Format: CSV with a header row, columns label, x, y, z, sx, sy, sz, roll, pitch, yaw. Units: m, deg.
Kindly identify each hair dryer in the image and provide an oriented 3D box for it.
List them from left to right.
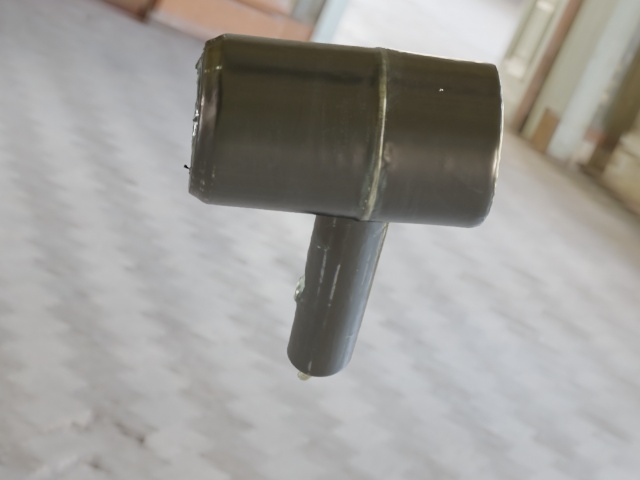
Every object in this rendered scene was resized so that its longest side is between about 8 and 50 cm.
label,x,y,z,sx,sy,sz,roll,pitch,yaw
hair dryer,0.000,0.000,0.732,0.124,0.219,0.071,5,52,-4
